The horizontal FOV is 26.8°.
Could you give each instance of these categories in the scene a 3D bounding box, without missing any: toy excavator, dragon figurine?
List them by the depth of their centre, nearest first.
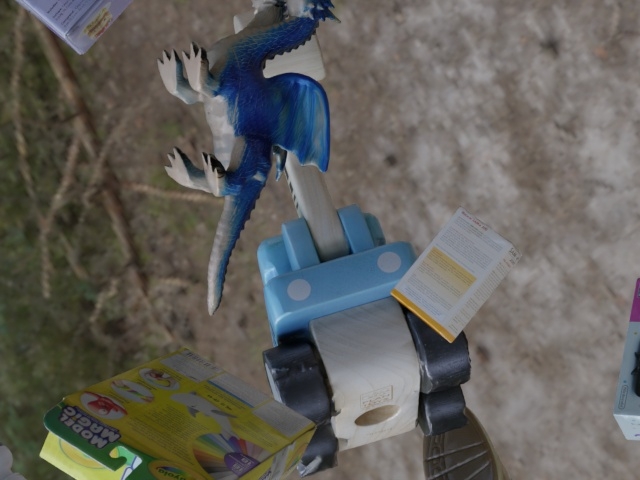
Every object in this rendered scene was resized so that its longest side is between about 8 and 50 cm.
[{"bbox_3d":[-0.045,-0.090,1.077,0.085,0.144,0.289,-4,94,58],"label":"dragon figurine"},{"bbox_3d":[0.000,0.000,1.594,0.433,0.222,0.445,84,167,-62],"label":"toy excavator"}]

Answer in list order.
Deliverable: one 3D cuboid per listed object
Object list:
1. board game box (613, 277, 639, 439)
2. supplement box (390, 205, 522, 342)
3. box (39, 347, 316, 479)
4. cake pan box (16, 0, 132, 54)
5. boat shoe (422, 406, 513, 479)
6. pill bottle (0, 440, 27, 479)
[{"bbox_3d":[0.570,0.166,1.818,0.303,0.224,0.097,1,149,28],"label":"board game box"},{"bbox_3d":[0.117,0.029,1.151,0.062,0.098,0.036,40,179,30],"label":"supplement box"},{"bbox_3d":[-0.081,0.117,0.772,0.105,0.179,0.043,28,102,15],"label":"box"},{"bbox_3d":[-0.269,-0.380,1.484,0.246,0.267,0.070,39,176,13],"label":"cake pan box"},{"bbox_3d":[0.230,0.370,1.847,0.109,0.098,0.302,-30,68,21],"label":"boat shoe"},{"bbox_3d":[-0.455,0.282,1.704,0.180,0.108,0.108,41,149,11],"label":"pill bottle"}]
